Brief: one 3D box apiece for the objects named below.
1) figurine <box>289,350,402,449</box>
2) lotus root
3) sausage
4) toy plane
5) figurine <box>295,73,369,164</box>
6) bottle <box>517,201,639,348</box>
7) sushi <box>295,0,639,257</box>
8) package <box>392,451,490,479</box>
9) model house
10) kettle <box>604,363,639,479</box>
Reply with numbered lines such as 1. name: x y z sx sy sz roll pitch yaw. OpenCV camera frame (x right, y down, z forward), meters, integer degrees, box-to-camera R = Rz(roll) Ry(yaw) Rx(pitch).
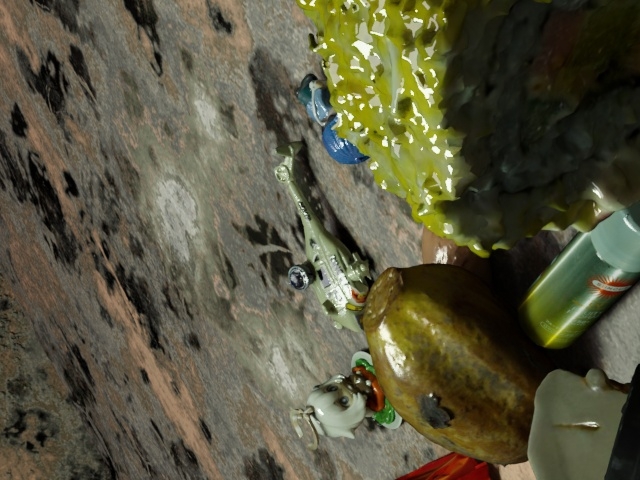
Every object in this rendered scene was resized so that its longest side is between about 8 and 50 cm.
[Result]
1. figurine: 0.030 0.250 2.238 0.132 0.154 0.132 45 149 37
2. lotus root: 0.160 0.144 1.756 0.291 0.193 0.193 42 168 -31
3. sausage: 0.179 0.097 1.889 0.086 0.086 0.289 31 138 50
4. toy plane: 0.000 0.000 2.162 0.108 0.092 0.286 -31 85 44
5. figurine: 0.019 -0.162 1.985 0.149 0.087 0.086 43 -176 41
6. bottle: 0.295 0.026 1.603 0.082 0.082 0.286 58 154 16
7. sushi: 0.186 -0.191 1.253 0.240 0.396 0.351 44 155 39
8. package: 0.106 0.416 2.193 0.123 0.196 0.423 61 156 7
9. model house: 0.346 0.265 1.598 0.199 0.219 0.229 10 164 46
10. kettle: 0.403 0.215 1.345 0.290 0.268 0.207 13 176 16
